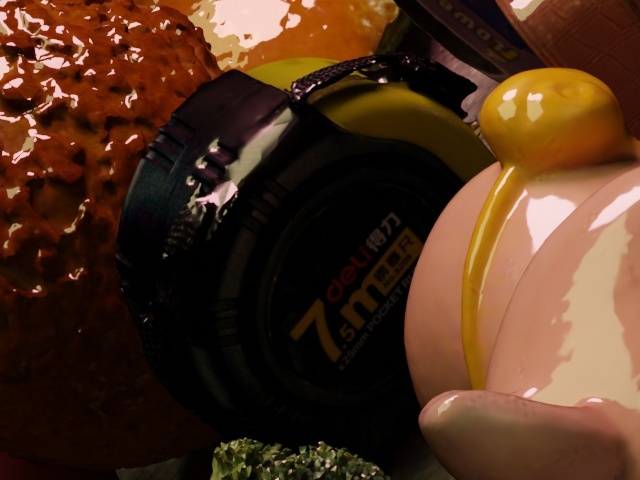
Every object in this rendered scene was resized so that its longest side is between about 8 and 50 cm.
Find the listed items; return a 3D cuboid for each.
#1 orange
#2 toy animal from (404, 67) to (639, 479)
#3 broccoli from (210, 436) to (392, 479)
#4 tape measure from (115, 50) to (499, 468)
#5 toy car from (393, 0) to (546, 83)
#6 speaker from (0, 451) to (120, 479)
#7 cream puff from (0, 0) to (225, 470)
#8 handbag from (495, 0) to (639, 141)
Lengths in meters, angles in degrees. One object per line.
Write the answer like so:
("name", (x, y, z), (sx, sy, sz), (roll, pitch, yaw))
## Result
("orange", (-0.071, -0.098, 1.147), (0.334, 0.196, 0.263), (-3, 62, 55))
("toy animal", (0.101, 0.038, 0.521), (0.149, 0.165, 0.248), (-50, 12, 11))
("broccoli", (-0.042, 0.156, 0.620), (0.195, 0.156, 0.195), (22, -90, -82))
("tape measure", (0.000, 0.000, 0.750), (0.199, 0.186, 0.112), (-52, 41, -8))
("toy car", (0.134, -0.202, 0.902), (0.235, 0.172, 0.158), (-51, 5, -20))
("speaker", (-0.259, 0.197, 0.956), (0.294, 0.294, 0.294), (-41, 21, 19))
("cream puff", (-0.120, -0.021, 0.884), (0.212, 0.303, 0.303), (-36, 23, 20))
("handbag", (0.134, -0.096, 0.708), (0.072, 0.151, 0.193), (-41, 19, 12))
